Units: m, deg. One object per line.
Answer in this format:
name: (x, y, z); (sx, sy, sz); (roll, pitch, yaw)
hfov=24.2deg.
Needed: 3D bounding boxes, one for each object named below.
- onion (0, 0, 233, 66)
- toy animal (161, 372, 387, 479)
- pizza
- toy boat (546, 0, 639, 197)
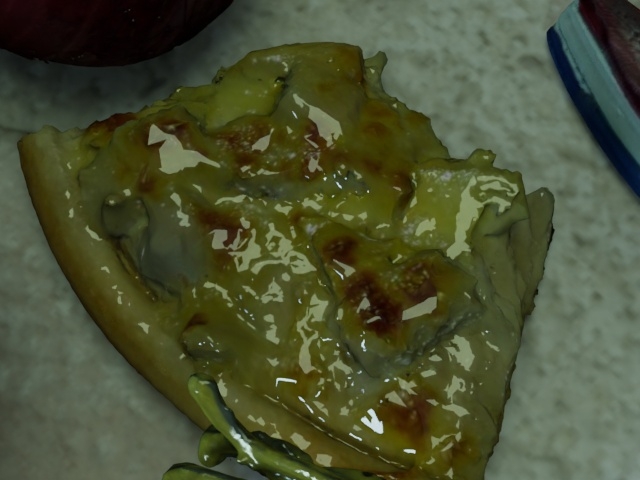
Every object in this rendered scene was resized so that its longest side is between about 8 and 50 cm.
onion: (-0.148, -0.206, 0.802); (0.252, 0.219, 0.252); (16, 66, -39)
toy animal: (0.010, 0.136, 0.642); (0.136, 0.181, 0.073); (11, 45, 20)
pizza: (0.000, 0.000, 0.755); (0.323, 0.089, 0.223); (41, 75, 19)
toy boat: (0.202, -0.047, 0.794); (0.080, 0.046, 0.229); (-23, 63, -13)
